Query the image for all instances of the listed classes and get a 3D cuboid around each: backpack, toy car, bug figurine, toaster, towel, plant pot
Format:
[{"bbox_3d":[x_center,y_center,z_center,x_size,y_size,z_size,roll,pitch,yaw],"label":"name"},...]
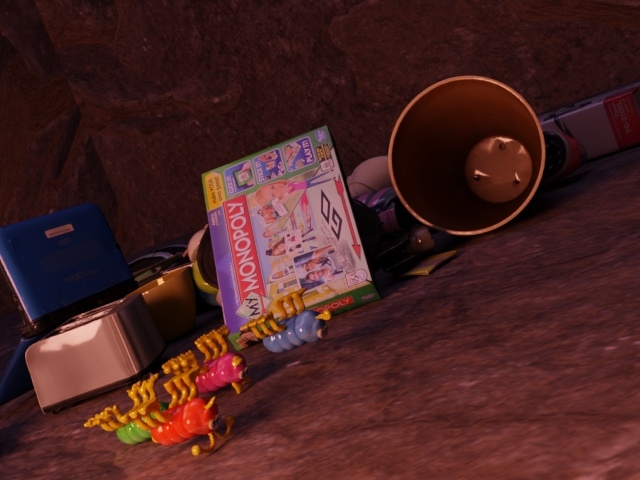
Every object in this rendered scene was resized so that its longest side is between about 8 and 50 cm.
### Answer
[{"bbox_3d":[-0.342,0.075,2.208,0.173,0.116,0.158,-16,8,42],"label":"backpack"},{"bbox_3d":[-0.140,0.053,1.754,0.182,0.159,0.136,-24,-28,-26],"label":"toy car"},{"bbox_3d":[-0.116,0.152,1.082,0.216,0.072,0.279,-24,8,43],"label":"bug figurine"},{"bbox_3d":[-0.322,0.163,1.480,0.186,0.110,0.168,-20,8,8],"label":"toaster"},{"bbox_3d":[0.155,0.035,1.440,0.060,0.009,0.083,-14,11,43],"label":"towel"},{"bbox_3d":[0.261,-0.124,1.604,0.237,0.237,0.254,-19,-8,21],"label":"plant pot"},{"bbox_3d":[-0.263,0.117,1.695,0.134,0.095,0.134,-26,7,3],"label":"plant pot"}]

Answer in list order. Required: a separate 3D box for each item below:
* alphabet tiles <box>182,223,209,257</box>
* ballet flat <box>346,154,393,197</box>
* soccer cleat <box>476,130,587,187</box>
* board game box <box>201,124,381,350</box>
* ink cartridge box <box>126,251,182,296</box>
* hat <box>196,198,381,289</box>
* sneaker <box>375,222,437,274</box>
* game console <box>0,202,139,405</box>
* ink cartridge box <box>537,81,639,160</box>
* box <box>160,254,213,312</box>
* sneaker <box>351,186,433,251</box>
[{"bbox_3d":[-0.133,-0.040,1.884,0.237,0.009,0.198,-24,-7,-25],"label":"alphabet tiles"},{"bbox_3d":[0.078,-0.081,2.216,0.139,0.139,0.400,-24,3,-25],"label":"ballet flat"},{"bbox_3d":[0.325,-0.116,1.812,0.318,0.108,0.116,-18,-13,40],"label":"soccer cleat"},{"bbox_3d":[-0.051,-0.012,1.454,0.214,0.046,0.317,-21,49,7],"label":"board game box"},{"bbox_3d":[-0.394,0.100,2.031,0.171,0.056,0.235,-27,-20,-46],"label":"ink cartridge box"},{"bbox_3d":[-0.053,-0.047,1.621,0.331,0.134,0.331,-3,32,2],"label":"hat"},{"bbox_3d":[0.124,0.015,1.501,0.089,0.051,0.170,-31,-2,-1],"label":"sneaker"},{"bbox_3d":[-0.456,0.099,1.671,0.173,0.250,0.293,-25,1,24],"label":"game console"},{"bbox_3d":[0.504,-0.211,1.924,0.237,0.100,0.172,-18,7,27],"label":"ink cartridge box"},{"bbox_3d":[-0.183,0.052,1.962,0.184,0.103,0.261,-17,7,8],"label":"box"},{"bbox_3d":[0.086,-0.032,1.754,0.319,0.112,0.131,-22,4,1],"label":"sneaker"}]
